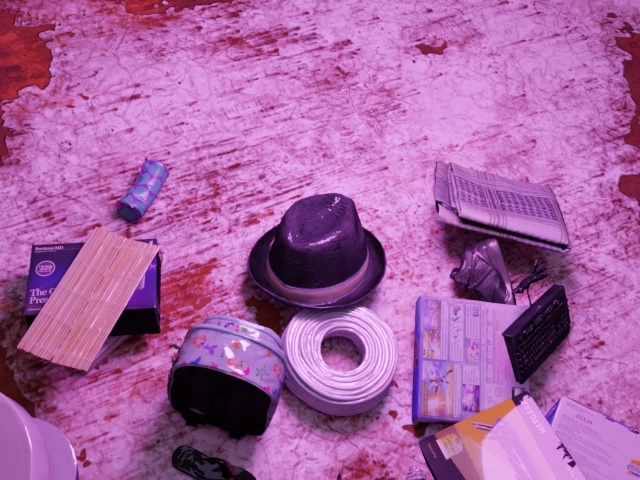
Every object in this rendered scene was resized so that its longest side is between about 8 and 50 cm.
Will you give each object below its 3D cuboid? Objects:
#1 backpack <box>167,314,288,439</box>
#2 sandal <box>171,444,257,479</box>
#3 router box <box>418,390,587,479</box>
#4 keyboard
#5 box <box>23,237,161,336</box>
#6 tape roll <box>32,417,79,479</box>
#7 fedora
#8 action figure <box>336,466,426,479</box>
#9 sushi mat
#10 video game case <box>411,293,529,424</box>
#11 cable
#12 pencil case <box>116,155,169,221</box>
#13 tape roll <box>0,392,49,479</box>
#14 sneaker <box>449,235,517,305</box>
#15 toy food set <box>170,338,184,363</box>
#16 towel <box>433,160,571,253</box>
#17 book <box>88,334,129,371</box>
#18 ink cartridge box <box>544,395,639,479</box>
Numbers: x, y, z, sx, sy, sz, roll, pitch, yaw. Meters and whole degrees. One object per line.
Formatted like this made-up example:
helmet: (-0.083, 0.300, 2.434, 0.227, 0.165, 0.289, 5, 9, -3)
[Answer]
backpack: (-0.176, 0.256, 1.791, 0.225, 0.253, 0.191, 18, 62, 2)
sandal: (-0.207, 0.451, 1.796, 0.179, 0.040, 0.067, 24, 55, 5)
router box: (0.356, 0.459, 1.726, 0.243, 0.081, 0.308, -25, 42, -4)
keyboard: (0.471, 0.163, 2.003, 0.317, 0.033, 0.201, -29, 104, -52)
box: (-0.466, 0.100, 1.914, 0.261, 0.103, 0.184, -3, 50, -5)
tape roll: (-0.562, 0.442, 1.711, 0.219, 0.072, 0.219, 5, 55, -8)
fedora: (0.000, 0.000, 2.021, 0.334, 0.152, 0.334, 4, 39, -3)
action figure: (0.159, 0.531, 1.760, 0.276, 0.140, 0.164, 11, 44, -2)
sushi mat: (-0.456, 0.112, 1.829, 0.152, 0.019, 0.316, 19, 56, 9)
video game case: (0.323, 0.263, 1.981, 0.245, 0.061, 0.269, 7, 70, -8)
cable: (0.039, 0.242, 1.954, 0.257, 0.089, 0.257, 38, 58, 14)
pencil case: (-0.408, -0.117, 2.116, 0.070, 0.064, 0.151, 37, 53, -17)
tape roll: (-0.670, 0.436, 1.616, 0.392, 0.072, 0.391, -4, 63, 9)
sneaker: (0.377, 0.113, 2.119, 0.130, 0.087, 0.227, -19, 84, 13)
toy food set: (-0.256, 0.243, 1.936, 0.122, 0.019, 0.077, 7, 56, -7)
towel: (0.425, -0.095, 2.205, 0.324, 0.056, 0.312, 13, 30, -2)
book: (-0.468, 0.196, 1.920, 0.096, 0.035, 0.144, 34, 58, 17)
ink cartridge box: (0.544, 0.501, 1.848, 0.270, 0.151, 0.395, 27, 58, 8)
